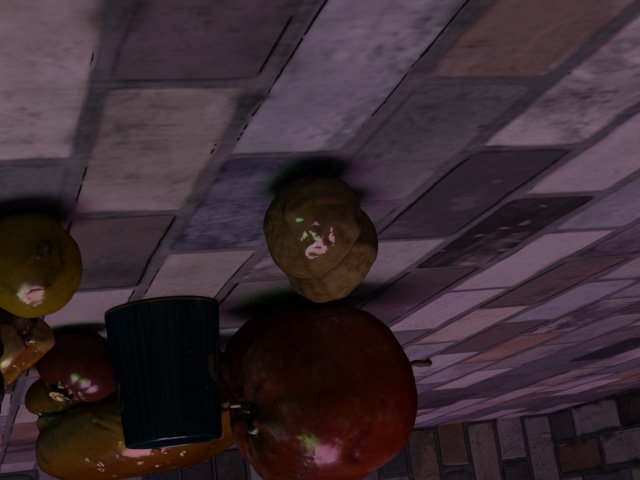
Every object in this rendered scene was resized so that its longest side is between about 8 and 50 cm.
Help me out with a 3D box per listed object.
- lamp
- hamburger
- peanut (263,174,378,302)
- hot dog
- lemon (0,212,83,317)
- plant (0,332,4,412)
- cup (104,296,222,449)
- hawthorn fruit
[{"bbox_3d":[-0.288,0.150,1.358,0.101,0.090,0.101,20,154,10],"label":"lamp"},{"bbox_3d":[-0.238,0.233,1.557,0.314,0.170,0.290,-20,168,36],"label":"hamburger"},{"bbox_3d":[0.002,-0.001,0.938,0.089,0.089,0.193,-9,166,5],"label":"peanut"},{"bbox_3d":[-0.374,0.134,1.263,0.102,0.076,0.249,-32,177,-40],"label":"hot dog"},{"bbox_3d":[-0.226,0.020,0.895,0.082,0.082,0.110,-6,168,-8],"label":"lemon"},{"bbox_3d":[-0.432,0.103,0.920,0.321,0.181,0.194,7,165,-41],"label":"plant"},{"bbox_3d":[-0.170,0.158,1.315,0.131,0.155,0.176,-9,164,5],"label":"cup"},{"bbox_3d":[0.023,0.175,1.374,0.272,0.242,0.242,-14,169,-24],"label":"hawthorn fruit"}]
